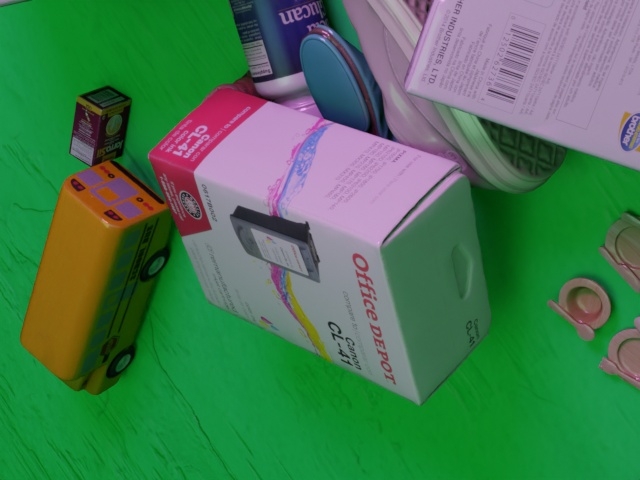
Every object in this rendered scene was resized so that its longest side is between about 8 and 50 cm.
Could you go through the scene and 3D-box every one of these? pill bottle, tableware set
[{"bbox_3d":[-0.032,-0.203,1.304,0.094,0.094,0.169,-7,106,39],"label":"pill bottle"},{"bbox_3d":[0.306,0.064,1.220,0.141,0.020,0.169,45,129,12],"label":"tableware set"}]

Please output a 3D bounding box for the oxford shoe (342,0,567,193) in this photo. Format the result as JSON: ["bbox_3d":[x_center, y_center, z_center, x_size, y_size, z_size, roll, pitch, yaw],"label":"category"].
[{"bbox_3d":[0.074,-0.236,1.176,0.130,0.169,0.449,-21,99,55],"label":"oxford shoe"}]

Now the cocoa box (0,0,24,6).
[{"bbox_3d":[-0.215,-0.382,1.272,0.347,0.228,0.232,-3,108,38],"label":"cocoa box"}]

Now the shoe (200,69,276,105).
[{"bbox_3d":[-0.114,-0.119,1.412,0.063,0.081,0.178,46,130,11],"label":"shoe"}]

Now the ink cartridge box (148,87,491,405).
[{"bbox_3d":[0.000,0.000,1.253,0.306,0.131,0.226,23,144,38],"label":"ink cartridge box"}]

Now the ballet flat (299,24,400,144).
[{"bbox_3d":[0.056,-0.118,1.274,0.083,0.087,0.247,4,126,49],"label":"ballet flat"}]

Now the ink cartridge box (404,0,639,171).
[{"bbox_3d":[0.244,-0.165,1.054,0.311,0.065,0.186,19,108,0],"label":"ink cartridge box"}]

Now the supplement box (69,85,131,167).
[{"bbox_3d":[-0.269,-0.139,1.537,0.043,0.055,0.083,31,126,22],"label":"supplement box"}]

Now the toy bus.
[{"bbox_3d":[-0.287,0.062,1.591,0.108,0.130,0.333,38,128,18],"label":"toy bus"}]
